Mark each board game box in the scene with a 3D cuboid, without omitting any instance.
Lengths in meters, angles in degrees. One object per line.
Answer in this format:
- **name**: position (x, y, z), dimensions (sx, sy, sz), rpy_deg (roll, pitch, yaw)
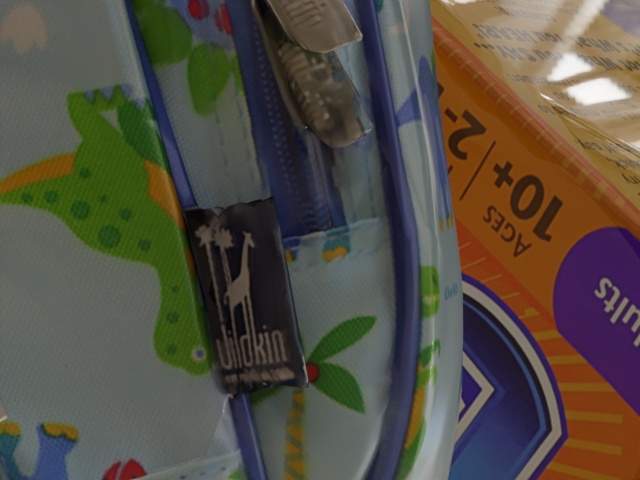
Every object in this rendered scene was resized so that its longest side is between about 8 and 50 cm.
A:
- **board game box**: position (0.099, 0.066, 0.928), dimensions (0.356, 0.357, 0.356), rpy_deg (48, -58, 35)

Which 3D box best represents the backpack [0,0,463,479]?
- **backpack**: position (-0.078, -0.033, 0.479), dimensions (0.273, 0.290, 0.355), rpy_deg (-27, -91, 2)
